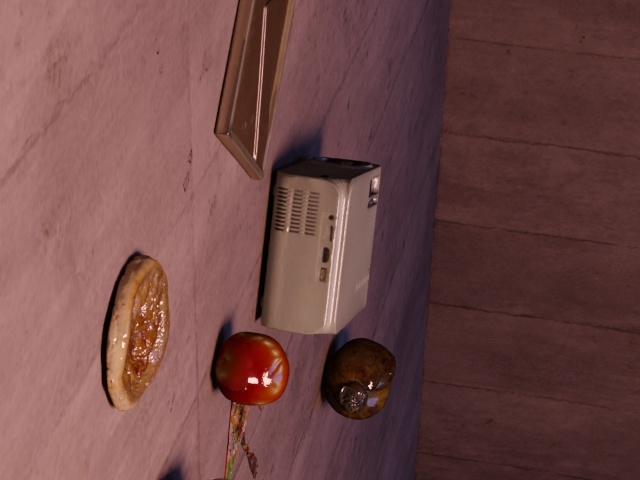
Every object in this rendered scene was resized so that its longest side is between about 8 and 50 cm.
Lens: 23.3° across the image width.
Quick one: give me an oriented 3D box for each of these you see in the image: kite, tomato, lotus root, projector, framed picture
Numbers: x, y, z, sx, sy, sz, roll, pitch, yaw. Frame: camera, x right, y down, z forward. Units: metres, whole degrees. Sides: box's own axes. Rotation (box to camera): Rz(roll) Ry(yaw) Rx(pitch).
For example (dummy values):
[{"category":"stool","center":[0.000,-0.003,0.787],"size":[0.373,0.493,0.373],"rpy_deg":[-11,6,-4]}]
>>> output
[{"category":"kite","center":[-0.094,0.255,1.940],"size":[0.244,0.006,0.198],"rpy_deg":[82,19,-58]},{"category":"tomato","center":[-0.079,0.143,1.726],"size":[0.075,0.087,0.087],"rpy_deg":[8,90,-52]},{"category":"lotus root","center":[0.061,0.225,2.501],"size":[0.209,0.120,0.120],"rpy_deg":[-52,148,-70]},{"category":"projector","center":[0.000,0.000,1.988],"size":[0.250,0.108,0.198],"rpy_deg":[-32,130,-75]},{"category":"framed picture","center":[-0.063,-0.228,1.702],"size":[0.213,0.016,0.289],"rpy_deg":[53,46,-77]}]

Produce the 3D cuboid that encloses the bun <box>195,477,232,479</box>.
[{"category":"bun","center":[-0.102,0.340,1.565],"size":[0.195,0.118,0.195],"rpy_deg":[179,-90,-89]}]

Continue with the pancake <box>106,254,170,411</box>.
[{"category":"pancake","center":[-0.162,0.082,1.369],"size":[0.139,0.022,0.140],"rpy_deg":[8,90,-79]}]
